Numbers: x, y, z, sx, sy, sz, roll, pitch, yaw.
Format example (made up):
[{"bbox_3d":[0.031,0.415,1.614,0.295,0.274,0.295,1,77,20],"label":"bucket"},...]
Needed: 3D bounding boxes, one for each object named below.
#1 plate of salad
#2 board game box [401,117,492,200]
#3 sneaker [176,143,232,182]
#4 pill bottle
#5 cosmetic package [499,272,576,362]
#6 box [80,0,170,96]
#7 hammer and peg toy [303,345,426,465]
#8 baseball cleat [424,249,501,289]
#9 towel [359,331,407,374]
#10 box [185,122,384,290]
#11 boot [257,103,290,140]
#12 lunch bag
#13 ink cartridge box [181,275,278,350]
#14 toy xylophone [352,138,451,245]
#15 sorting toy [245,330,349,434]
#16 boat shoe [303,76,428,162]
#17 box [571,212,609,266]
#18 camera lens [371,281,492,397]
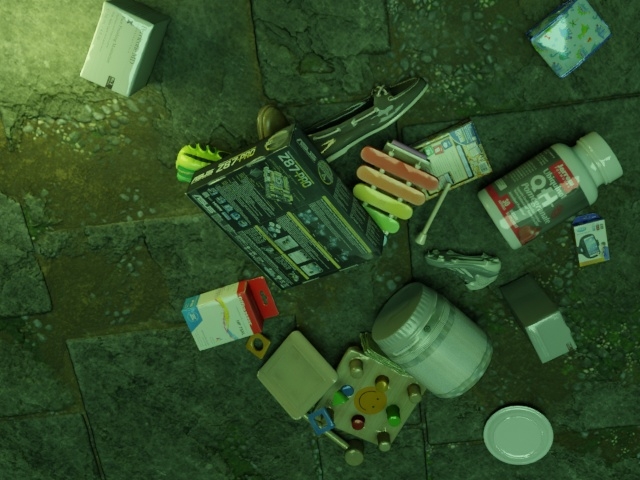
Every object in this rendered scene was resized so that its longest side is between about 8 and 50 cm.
[{"bbox_3d":[0.584,0.573,2.128,0.200,0.048,0.199,3,107,9],"label":"plate of salad"},{"bbox_3d":[0.317,-0.202,1.821,0.194,0.045,0.146,-23,110,9],"label":"board game box"},{"bbox_3d":[-0.225,-0.152,1.831,0.296,0.109,0.123,22,138,-13],"label":"sneaker"},{"bbox_3d":[0.567,-0.129,1.778,0.319,0.176,0.176,-33,108,13],"label":"pill bottle"},{"bbox_3d":[0.563,0.198,1.875,0.107,0.238,0.127,-27,108,10],"label":"cosmetic package"},{"bbox_3d":[-0.445,-0.448,1.656,0.119,0.182,0.180,23,110,-8],"label":"box"},{"bbox_3d":[0.109,0.492,2.056,0.266,0.127,0.361,25,110,-9],"label":"hammer and peg toy"},{"bbox_3d":[0.377,0.082,1.922,0.206,0.072,0.109,5,118,2],"label":"baseball cleat"},{"bbox_3d":[0.177,0.312,1.996,0.148,0.110,0.027,27,111,-13],"label":"towel"},{"bbox_3d":[-0.080,-0.063,1.747,0.318,0.097,0.395,-20,128,31],"label":"box"},{"bbox_3d":[-0.055,-0.200,1.771,0.115,0.112,0.305,2,127,43],"label":"boot"},{"bbox_3d":[0.582,-0.480,1.681,0.151,0.096,0.129,-39,106,25],"label":"lunch bag"},{"bbox_3d":[-0.244,0.198,1.969,0.231,0.078,0.134,-18,111,7],"label":"ink cartridge box"},{"bbox_3d":[0.189,-0.102,1.811,0.236,0.081,0.322,19,121,4],"label":"toy xylophone"},{"bbox_3d":[-0.062,0.371,1.999,0.347,0.047,0.196,46,114,14],"label":"sorting toy"},{"bbox_3d":[0.102,-0.308,1.747,0.335,0.112,0.095,-34,112,17],"label":"boat shoe"},{"bbox_3d":[0.716,-0.003,1.907,0.081,0.028,0.136,-15,113,6],"label":"box"},{"bbox_3d":[0.302,0.269,1.916,0.274,0.219,0.219,40,107,-14],"label":"camera lens"}]
